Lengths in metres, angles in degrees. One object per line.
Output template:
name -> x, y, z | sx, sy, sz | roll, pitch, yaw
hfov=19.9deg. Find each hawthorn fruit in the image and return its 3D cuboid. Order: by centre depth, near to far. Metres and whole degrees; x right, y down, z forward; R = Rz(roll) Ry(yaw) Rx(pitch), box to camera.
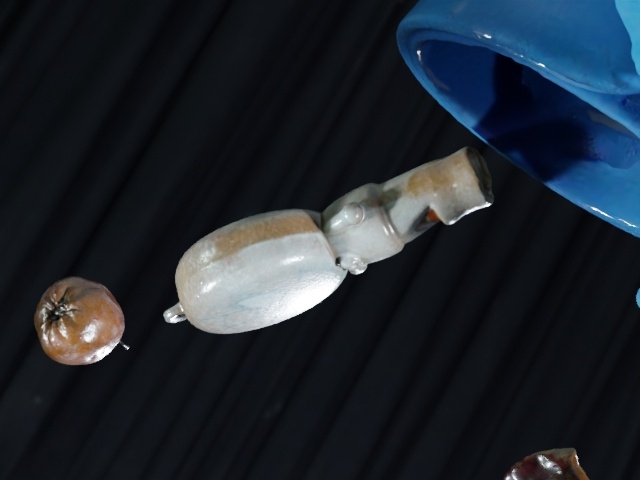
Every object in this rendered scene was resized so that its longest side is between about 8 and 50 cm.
hawthorn fruit -> -0.167, 0.067, 1.360 | 0.067, 0.066, 0.103 | 15, 172, 40

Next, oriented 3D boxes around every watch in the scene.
watch -> 0.161, -0.106, 0.964 | 0.274, 0.241, 0.305 | 28, 168, 45

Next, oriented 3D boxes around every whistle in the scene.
whistle -> 0.000, 0.000, 1.106 | 0.220, 0.057, 0.107 | -24, 161, 14

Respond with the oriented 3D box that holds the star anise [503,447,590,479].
star anise -> 0.194, 0.298, 1.639 | 0.126, 0.220, 0.190 | 3, -163, 22
